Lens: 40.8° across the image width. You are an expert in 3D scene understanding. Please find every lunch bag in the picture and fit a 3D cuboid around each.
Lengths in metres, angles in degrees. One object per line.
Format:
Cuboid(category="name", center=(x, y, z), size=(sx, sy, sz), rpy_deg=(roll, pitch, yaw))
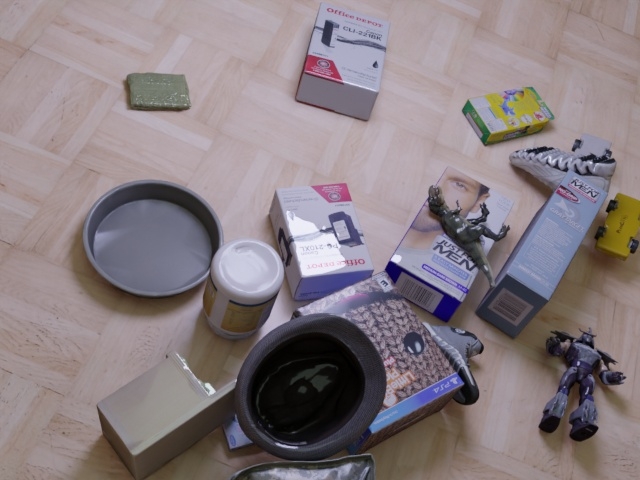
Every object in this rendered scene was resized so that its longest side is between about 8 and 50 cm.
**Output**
Cuboid(category="lunch bag", center=(-0.060, 0.479, 1.486), size=(0.287, 0.235, 0.168), rpy_deg=(0, 60, -16))

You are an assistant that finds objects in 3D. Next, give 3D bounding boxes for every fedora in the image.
Cuboid(category="fedora", center=(-0.021, 0.268, 1.565), size=(0.275, 0.124, 0.243), rpy_deg=(-41, 84, -8))

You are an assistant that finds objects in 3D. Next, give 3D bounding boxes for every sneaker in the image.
Cuboid(category="sneaker", center=(0.587, -0.165, 2.133), size=(0.110, 0.118, 0.292), rpy_deg=(-15, 23, -36))
Cuboid(category="sneaker", center=(0.304, 0.248, 1.811), size=(0.132, 0.086, 0.228), rpy_deg=(-2, 37, -27))

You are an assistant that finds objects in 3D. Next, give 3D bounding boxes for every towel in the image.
Cuboid(category="towel", center=(-0.390, -0.359, 2.079), size=(0.148, 0.027, 0.110), rpy_deg=(-3, 59, -19))

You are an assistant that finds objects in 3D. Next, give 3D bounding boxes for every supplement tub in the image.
Cuboid(category="supplement tub", center=(-0.160, 0.102, 1.731), size=(0.144, 0.199, 0.144), rpy_deg=(8, 56, -11))

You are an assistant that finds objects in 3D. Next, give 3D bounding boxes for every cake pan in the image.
Cuboid(category="cake pan", center=(-0.355, 0.002, 1.833), size=(0.293, 0.054, 0.293), rpy_deg=(8, 56, -11))

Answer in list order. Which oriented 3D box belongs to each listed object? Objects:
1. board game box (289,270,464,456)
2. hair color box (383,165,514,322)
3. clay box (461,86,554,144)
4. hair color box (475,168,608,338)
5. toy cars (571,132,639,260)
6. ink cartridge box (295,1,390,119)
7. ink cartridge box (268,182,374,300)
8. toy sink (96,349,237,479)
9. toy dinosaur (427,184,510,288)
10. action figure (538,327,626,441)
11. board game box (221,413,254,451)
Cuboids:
Cuboid(category="board game box", center=(0.099, 0.245, 1.745), size=(0.232, 0.141, 0.291), rpy_deg=(-23, 66, -27))
Cuboid(category="hair color box", center=(0.293, 0.002, 1.984), size=(0.185, 0.110, 0.338), rpy_deg=(30, 53, 6))
Cuboid(category="clay box", center=(0.504, -0.336, 2.299), size=(0.222, 0.053, 0.127), rpy_deg=(-14, 62, -25))
Cuboid(category="hair color box", center=(0.510, 0.027, 1.977), size=(0.114, 0.185, 0.374), rpy_deg=(34, 55, 8))
Cuboid(category="toy cars", center=(0.710, -0.103, 2.186), size=(0.177, 0.087, 0.393), rpy_deg=(-10, 55, -9))
Cuboid(category="ink cartridge box", center=(0.061, -0.466, 2.223), size=(0.197, 0.114, 0.272), rpy_deg=(15, 54, -5))
Cuboid(category="ink cartridge box", center=(0.000, 0.000, 1.904), size=(0.172, 0.100, 0.237), rpy_deg=(-6, 59, -19))
Cuboid(category="toy sink", center=(-0.276, 0.304, 1.581), size=(0.234, 0.152, 0.131), rpy_deg=(-32, 68, -25))
Cuboid(category="toy dinosaur", center=(0.344, -0.022, 1.913), size=(0.118, 0.064, 0.268), rpy_deg=(-29, 69, -14))
Cuboid(category="action figure", center=(0.565, 0.297, 1.871), size=(0.185, 0.099, 0.285), rpy_deg=(20, 50, 9))
Cuboid(category="board game box", center=(-0.147, 0.355, 1.676), size=(0.090, 0.020, 0.090), rpy_deg=(-10, 61, -21))
